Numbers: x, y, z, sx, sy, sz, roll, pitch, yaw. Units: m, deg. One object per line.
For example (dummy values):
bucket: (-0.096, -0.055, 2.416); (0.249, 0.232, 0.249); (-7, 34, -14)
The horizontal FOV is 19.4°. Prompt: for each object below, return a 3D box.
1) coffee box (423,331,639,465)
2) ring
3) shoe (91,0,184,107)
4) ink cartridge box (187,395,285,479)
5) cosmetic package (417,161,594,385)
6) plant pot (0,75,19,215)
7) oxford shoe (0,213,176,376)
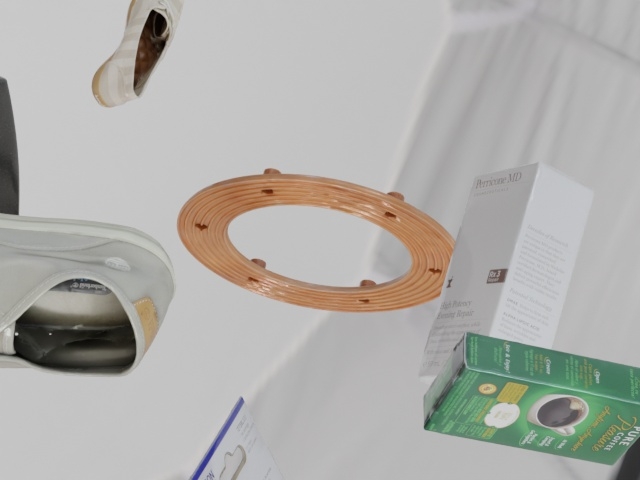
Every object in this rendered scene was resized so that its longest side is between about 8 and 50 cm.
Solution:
coffee box: (0.191, 0.138, 1.609); (0.113, 0.184, 0.040); (116, -18, -51)
ring: (0.000, 0.000, 2.176); (0.336, 0.336, 0.032); (-31, -138, 54)
shoe: (-0.215, -0.252, 2.354); (0.058, 0.076, 0.219); (-6, -133, 38)
ink cartridge box: (-0.043, 0.352, 1.809); (0.069, 0.371, 0.176); (-17, -163, 21)
cosmetic package: (0.188, 0.044, 1.898); (0.117, 0.085, 0.231); (-11, -121, 58)
plant pot: (-0.428, -0.106, 1.965); (0.187, 0.188, 0.167); (-20, 127, -63)
oxford shoe: (-0.356, 0.057, 1.726); (0.130, 0.449, 0.169); (-98, -166, -47)
